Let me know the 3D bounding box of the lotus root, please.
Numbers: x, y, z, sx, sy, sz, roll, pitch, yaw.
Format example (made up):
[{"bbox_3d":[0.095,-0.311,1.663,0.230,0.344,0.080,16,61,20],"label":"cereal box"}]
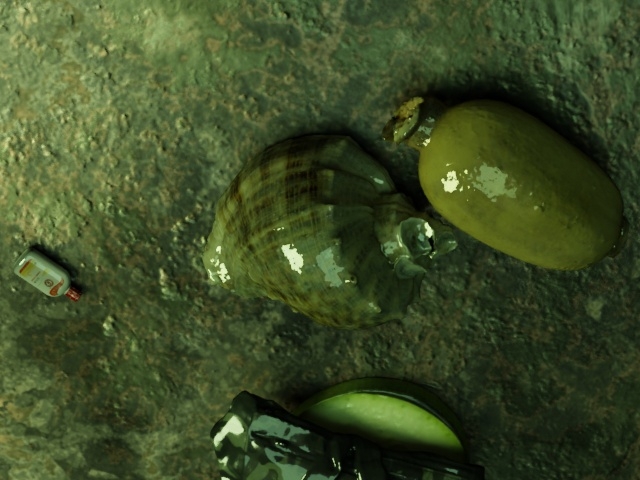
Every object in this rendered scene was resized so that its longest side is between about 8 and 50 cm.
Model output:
[{"bbox_3d":[0.213,-0.060,1.970,0.303,0.131,0.146,30,92,-16],"label":"lotus root"}]

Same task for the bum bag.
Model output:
[{"bbox_3d":[0.028,0.288,2.135,0.340,0.095,0.144,18,99,-8],"label":"bum bag"}]

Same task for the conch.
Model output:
[{"bbox_3d":[0.003,0.007,1.997,0.291,0.159,0.210,-13,118,9],"label":"conch"}]

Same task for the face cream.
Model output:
[{"bbox_3d":[-0.314,0.043,2.096,0.083,0.021,0.040,35,114,-17],"label":"face cream"}]

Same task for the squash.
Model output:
[{"bbox_3d":[0.059,0.278,2.206,0.252,0.049,0.252,1,116,1],"label":"squash"}]
